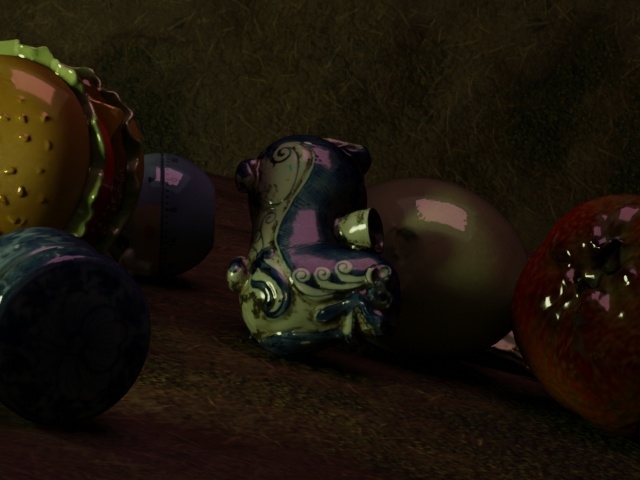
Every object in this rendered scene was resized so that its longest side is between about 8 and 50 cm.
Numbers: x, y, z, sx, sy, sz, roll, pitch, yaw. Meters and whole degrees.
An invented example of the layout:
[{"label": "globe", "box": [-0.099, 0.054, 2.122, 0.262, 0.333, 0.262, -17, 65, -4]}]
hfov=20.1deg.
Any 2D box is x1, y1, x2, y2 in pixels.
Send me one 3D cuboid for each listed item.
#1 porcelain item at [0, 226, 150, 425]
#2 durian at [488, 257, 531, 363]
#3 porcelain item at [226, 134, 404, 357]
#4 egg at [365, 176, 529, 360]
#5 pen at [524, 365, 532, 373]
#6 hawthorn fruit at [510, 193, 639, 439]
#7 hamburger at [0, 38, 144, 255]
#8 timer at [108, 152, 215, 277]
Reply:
[{"label": "porcelain item", "box": [-0.219, 0.070, 1.474, 0.147, 0.147, 0.114, 10, 7, -31]}, {"label": "durian", "box": [0.142, 0.056, 2.326, 0.355, 0.158, 0.169, 15, 23, 8]}, {"label": "porcelain item", "box": [0.000, 0.000, 2.028, 0.186, 0.288, 0.138, -7, -41, 15]}, {"label": "egg", "box": [0.123, 0.033, 2.172, 0.269, 0.219, 0.219, 14, 7, 16]}, {"label": "pen", "box": [0.358, 0.182, 2.244, 0.218, 0.026, 0.026, 14, 7, -5]}, {"label": "hawthorn fruit", "box": [0.396, 0.098, 2.069, 0.284, 0.285, 0.369, 20, 0, 43]}, {"label": "hamburger", "box": [-0.340, -0.081, 1.946, 0.274, 0.275, 0.212, 16, 0, 20]}, {"label": "timer", "box": [-0.248, -0.017, 2.264, 0.255, 0.175, 0.175, -18, 19, -19]}]
